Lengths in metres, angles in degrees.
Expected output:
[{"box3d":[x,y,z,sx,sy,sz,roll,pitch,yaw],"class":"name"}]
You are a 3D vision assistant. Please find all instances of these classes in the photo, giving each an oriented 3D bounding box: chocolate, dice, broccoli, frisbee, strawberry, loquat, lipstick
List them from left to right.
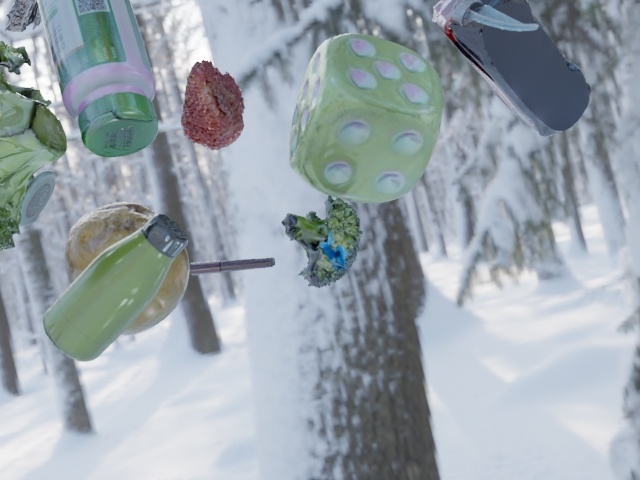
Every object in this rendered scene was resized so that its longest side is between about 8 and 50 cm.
[{"box3d":[-0.516,-0.147,1.626,0.272,0.324,0.334,-29,-45,2],"class":"broccoli"},{"box3d":[-0.522,-0.461,2.019,0.065,0.102,0.329,16,-14,-17],"class":"chocolate"},{"box3d":[-0.478,-0.069,1.859,0.110,0.014,0.110,-58,-7,-11],"class":"frisbee"},{"box3d":[-0.431,0.065,2.432,0.276,0.276,0.283,-14,-44,-37],"class":"loquat"},{"box3d":[-0.221,-0.279,2.431,0.107,0.175,0.236,33,4,22],"class":"strawberry"},{"box3d":[-0.177,0.051,2.247,0.177,0.027,0.027,-5,1,11],"class":"lipstick"},{"box3d":[0.000,0.000,2.107,0.160,0.167,0.154,24,14,-24],"class":"broccoli"},{"box3d":[0.087,-0.240,2.191,0.250,0.254,0.252,14,-48,-13],"class":"dice"}]

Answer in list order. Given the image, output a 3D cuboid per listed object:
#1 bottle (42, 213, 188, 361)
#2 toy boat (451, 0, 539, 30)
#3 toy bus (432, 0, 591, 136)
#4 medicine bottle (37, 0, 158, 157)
[{"box3d":[-0.316,0.069,1.740,0.260,0.112,0.112,-46,-8,12],"class":"bottle"},{"box3d":[0.255,-0.310,1.569,0.122,0.034,0.096,21,31,21],"class":"toy boat"},{"box3d":[0.324,-0.312,1.865,0.127,0.303,0.147,-46,34,5],"class":"toy bus"},{"box3d":[-0.312,-0.256,1.578,0.133,0.274,0.133,-17,-25,-8],"class":"medicine bottle"}]
